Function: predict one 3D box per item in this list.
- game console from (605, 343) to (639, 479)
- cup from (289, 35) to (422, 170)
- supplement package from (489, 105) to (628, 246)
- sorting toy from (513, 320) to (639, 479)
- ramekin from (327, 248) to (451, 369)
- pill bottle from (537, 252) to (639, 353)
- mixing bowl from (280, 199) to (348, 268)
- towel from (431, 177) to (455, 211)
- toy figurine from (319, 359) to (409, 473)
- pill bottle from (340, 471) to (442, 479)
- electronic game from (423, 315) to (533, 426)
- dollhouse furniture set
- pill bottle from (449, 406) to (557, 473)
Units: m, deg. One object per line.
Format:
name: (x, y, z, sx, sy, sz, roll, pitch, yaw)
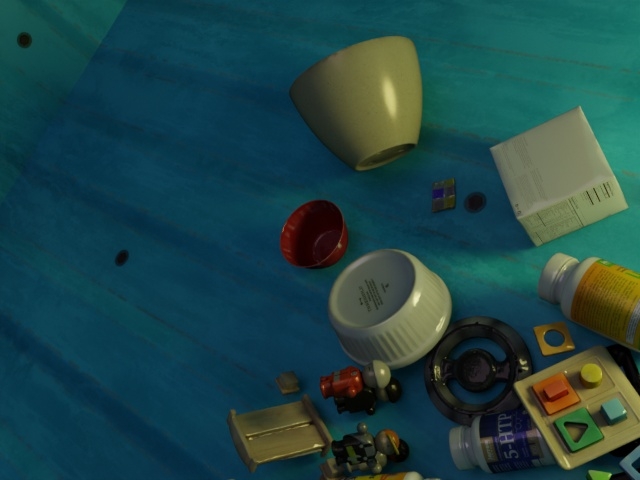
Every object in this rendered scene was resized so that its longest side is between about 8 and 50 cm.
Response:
game console: (0.550, 0.367, 1.355, 0.213, 0.044, 0.361, -23, 55, 21)
cup: (0.118, -0.310, 1.845, 0.331, 0.331, 0.237, -24, 82, 21)
supplement package: (0.496, -0.131, 1.577, 0.203, 0.149, 0.194, -25, 55, 20)
sorting toy: (0.471, 0.288, 1.345, 0.196, 0.047, 0.348, -22, 54, -4)
ramekin: (0.139, 0.139, 1.645, 0.272, 0.127, 0.273, -20, 42, 20)
pill bottle: (0.546, 0.112, 1.428, 0.245, 0.136, 0.136, 26, 82, 39)
mixing bowl: (0.000, 0.000, 1.864, 0.181, 0.098, 0.181, -14, 60, 26)
towel: (0.292, -0.107, 1.788, 0.060, 0.009, 0.083, -9, 62, 30)
toy figurine: (0.100, 0.365, 1.545, 0.148, 0.213, 0.210, -15, 61, 7)
pill bottle: (0.140, 0.522, 1.491, 0.215, 0.117, 0.117, -14, 60, 26)
electronic game: (0.321, 0.268, 1.550, 0.229, 0.048, 0.229, -12, 65, 27)
dollhouse furniture set: (-0.139, 0.489, 1.627, 0.355, 0.303, 0.174, 57, 139, 40)
pill bottle: (0.347, 0.383, 1.433, 0.186, 0.112, 0.112, -18, 58, 25)
